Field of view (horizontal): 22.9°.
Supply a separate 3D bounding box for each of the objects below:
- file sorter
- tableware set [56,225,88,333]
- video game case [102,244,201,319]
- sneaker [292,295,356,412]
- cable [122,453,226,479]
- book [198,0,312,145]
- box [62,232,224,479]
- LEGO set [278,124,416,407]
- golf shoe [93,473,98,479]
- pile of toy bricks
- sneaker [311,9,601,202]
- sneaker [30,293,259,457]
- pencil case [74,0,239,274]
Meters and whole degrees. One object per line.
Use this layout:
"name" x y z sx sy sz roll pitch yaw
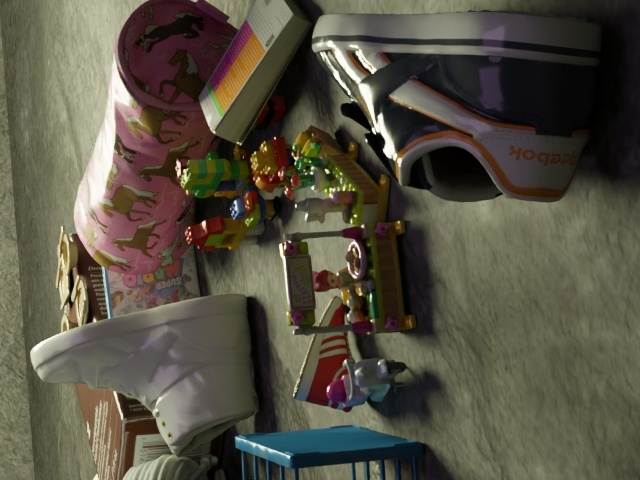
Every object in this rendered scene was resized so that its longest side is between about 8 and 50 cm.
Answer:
"file sorter" 0.006 0.224 1.388 0.170 0.118 0.104 178 90 -71
"tableware set" -0.334 0.071 2.099 0.141 0.020 0.168 112 149 -48
"video game case" -0.215 0.042 2.004 0.015 0.119 0.166 129 134 -68
"sneaker" 0.021 0.108 1.462 0.042 0.067 0.118 108 -179 -52
"cable" -0.168 0.375 1.822 0.257 0.089 0.257 32 -131 -75
"book" -0.070 -0.181 1.585 0.144 0.035 0.096 -57 31 18
"box" -0.241 0.169 2.081 0.381 0.143 0.191 -114 28 -50
"LEGO set" 0.000 0.000 1.385 0.132 0.107 0.287 116 145 -55
"golf shoe" -0.266 0.450 2.253 0.140 0.115 0.306 126 136 -57
"pile of toy bricks" -0.103 -0.071 1.677 0.212 0.105 0.118 124 138 -61
"sneaker" 0.078 -0.096 1.109 0.321 0.126 0.127 -159 72 -68
"sneaker" -0.206 0.172 1.831 0.292 0.108 0.169 -15 80 27
"pencil case" -0.186 -0.113 1.831 0.386 0.160 0.167 117 145 -57
